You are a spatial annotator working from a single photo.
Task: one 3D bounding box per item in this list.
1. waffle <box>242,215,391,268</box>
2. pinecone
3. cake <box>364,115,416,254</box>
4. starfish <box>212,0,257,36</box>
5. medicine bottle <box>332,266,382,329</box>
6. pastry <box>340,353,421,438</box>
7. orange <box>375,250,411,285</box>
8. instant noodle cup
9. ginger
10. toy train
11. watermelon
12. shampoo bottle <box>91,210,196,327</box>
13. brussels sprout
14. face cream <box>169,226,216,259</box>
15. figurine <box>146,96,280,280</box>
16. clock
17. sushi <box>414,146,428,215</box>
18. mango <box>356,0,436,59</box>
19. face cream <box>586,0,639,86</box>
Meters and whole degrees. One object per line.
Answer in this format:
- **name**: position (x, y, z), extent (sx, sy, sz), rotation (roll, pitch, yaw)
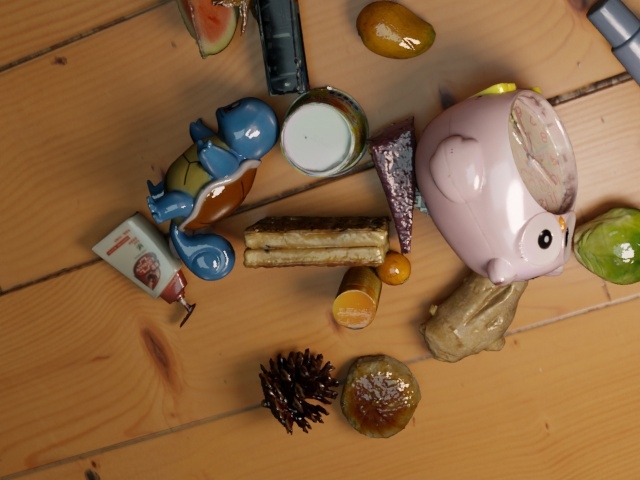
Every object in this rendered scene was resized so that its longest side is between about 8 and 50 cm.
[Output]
- **waffle**: position (0.000, -0.001, 1.836), extent (0.308, 0.213, 0.091), rotation (0, 100, 9)
- **pinecone**: position (-0.048, 0.348, 1.954), extent (0.208, 0.208, 0.207), rotation (2, 105, 7)
- **cake**: position (0.161, -0.113, 1.809), extent (0.113, 0.116, 0.295), rotation (-5, 107, 5)
- **starfish**: position (-0.170, -0.504, 1.774), extent (0.041, 0.130, 0.133), rotation (-7, 97, 41)
- **medicine bottle**: position (0.085, 0.124, 1.870), extent (0.096, 0.192, 0.096), rotation (2, 106, 8)
- **pastry**: position (0.137, 0.371, 1.981), extent (0.182, 0.093, 0.192), rotation (26, 108, 3)
- **orange**: position (0.166, 0.063, 1.900), extent (0.084, 0.083, 0.083), rotation (2, 105, 7)
- **instant noodle cup**: position (-0.001, -0.225, 1.810), extent (0.205, 0.153, 0.204), rotation (2, 105, 9)
- **ginger**: position (0.365, 0.136, 1.868), extent (0.190, 0.126, 0.354), rotation (32, 109, 4)
- **toy train**: position (-0.093, -0.516, 1.777), extent (0.086, 0.089, 0.409), rotation (-5, 103, 12)
- **watermelon**: position (-0.278, -0.545, 1.778), extent (0.128, 0.159, 0.303), rotation (-1, 113, 38)
- **shampoo bottle**: position (-0.396, 0.077, 1.987), extent (0.153, 0.071, 0.284), rotation (-38, 95, 17)
- **brussels sprout**: position (0.641, 0.016, 1.790), extent (0.181, 0.143, 0.161), rotation (-12, 125, 34)
- **face cream**: position (-0.296, 0.004, 1.945), extent (0.095, 0.091, 0.091), rotation (-11, 103, 20)
- **figurine**: position (-0.251, -0.125, 1.796), extent (0.243, 0.298, 0.416), rotation (19, 99, -8)
- **clock**: position (0.357, -0.097, 1.687), extent (0.251, 0.368, 0.376), rotation (-19, 80, 41)
- **sushi**: position (0.230, -0.134, 1.866), extent (0.120, 0.026, 0.126), rotation (37, 107, -3)
- **mango**: position (0.154, -0.439, 1.766), extent (0.165, 0.089, 0.115), rotation (33, 97, -5)
- **face cream**: position (0.699, -0.348, 1.716), extent (0.385, 0.086, 0.135), rotation (43, 106, -10)
